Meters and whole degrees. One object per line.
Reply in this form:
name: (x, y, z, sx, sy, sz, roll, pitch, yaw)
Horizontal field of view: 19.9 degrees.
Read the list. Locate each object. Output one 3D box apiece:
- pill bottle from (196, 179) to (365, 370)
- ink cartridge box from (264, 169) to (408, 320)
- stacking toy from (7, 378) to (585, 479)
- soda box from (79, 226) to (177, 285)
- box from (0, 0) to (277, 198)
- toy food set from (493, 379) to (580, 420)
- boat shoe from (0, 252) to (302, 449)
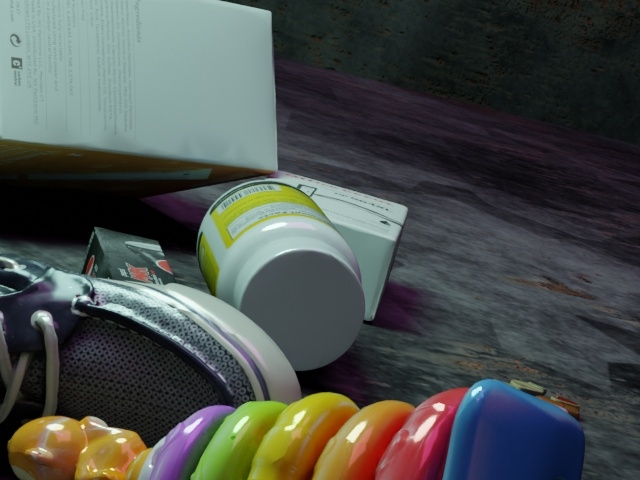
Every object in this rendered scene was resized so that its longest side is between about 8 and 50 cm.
pill bottle: (-0.032, 0.028, 1.482, 0.119, 0.119, 0.208, 14, 12, -13)
ink cartridge box: (0.000, 0.000, 1.760, 0.148, 0.086, 0.203, 16, 11, 2)
stacking toy: (-0.031, 0.137, 0.919, 0.302, 0.166, 0.175, 9, -8, 23)
soda box: (-0.151, 0.039, 1.428, 0.060, 0.053, 0.169, 13, 12, -15)
box: (-0.236, -0.145, 1.743, 0.215, 0.168, 0.345, -8, -9, 43)
toy food set: (0.182, 0.138, 1.519, 0.078, 0.019, 0.122, 23, 5, 29)
boat shoe: (-0.189, 0.076, 1.060, 0.340, 0.127, 0.158, 14, 14, 30)
